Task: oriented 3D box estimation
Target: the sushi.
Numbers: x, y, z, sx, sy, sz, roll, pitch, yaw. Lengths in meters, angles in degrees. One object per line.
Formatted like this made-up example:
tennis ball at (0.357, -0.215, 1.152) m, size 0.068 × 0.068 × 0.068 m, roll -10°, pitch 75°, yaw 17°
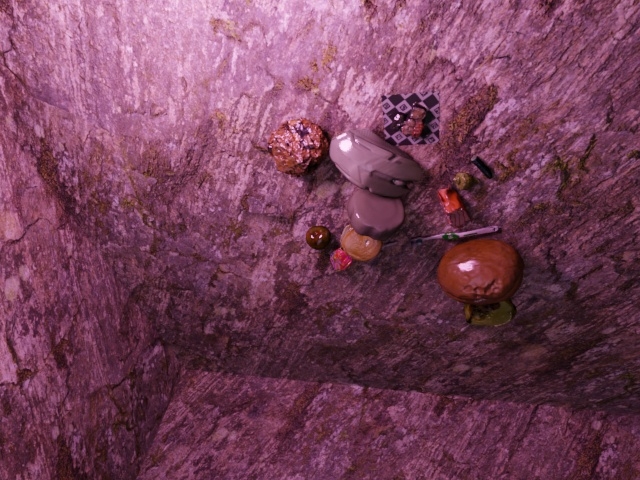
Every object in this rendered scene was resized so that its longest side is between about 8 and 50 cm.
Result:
sushi at (0.357, -0.465, 1.669) m, size 0.220 × 0.047 × 0.231 m, roll 0°, pitch 135°, yaw 15°

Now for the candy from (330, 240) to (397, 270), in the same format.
candy at (0.226, 0.063, 2.221) m, size 0.366 × 0.124 × 0.124 m, roll -17°, pitch 129°, yaw 18°

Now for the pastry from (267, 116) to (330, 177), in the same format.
pastry at (-0.098, -0.379, 1.771) m, size 0.275 × 0.192 × 0.274 m, roll 8°, pitch 138°, yaw 8°

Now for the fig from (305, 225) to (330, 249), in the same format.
fig at (0.000, 0.010, 2.196) m, size 0.133 × 0.126 × 0.184 m, roll -15°, pitch 127°, yaw 10°

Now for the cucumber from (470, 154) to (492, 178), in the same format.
cucumber at (0.679, -0.302, 1.763) m, size 0.133 × 0.032 × 0.032 m, roll 38°, pitch 131°, yaw -22°

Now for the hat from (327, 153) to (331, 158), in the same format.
hat at (0.062, -0.379, 1.847) m, size 0.058 × 0.042 × 0.087 m, roll 32°, pitch 168°, yaw -19°

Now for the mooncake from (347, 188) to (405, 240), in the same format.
mooncake at (0.247, -0.123, 1.898) m, size 0.275 × 0.274 × 0.135 m, roll 19°, pitch 142°, yaw -5°

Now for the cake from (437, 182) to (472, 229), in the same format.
cake at (0.610, -0.125, 1.912) m, size 0.098 × 0.135 × 0.287 m, roll -28°, pitch 133°, yaw 18°

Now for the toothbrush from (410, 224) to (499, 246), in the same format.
toothbrush at (0.646, -0.026, 2.056) m, size 0.419 × 0.040 × 0.042 m, roll -11°, pitch 130°, yaw 19°

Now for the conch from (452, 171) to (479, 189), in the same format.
conch at (0.621, -0.254, 1.816) m, size 0.121 × 0.073 × 0.089 m, roll 3°, pitch 166°, yaw -15°

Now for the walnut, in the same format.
walnut at (0.753, 0.147, 2.003) m, size 0.399 × 0.307 × 0.354 m, roll -12°, pitch 151°, yaw 22°

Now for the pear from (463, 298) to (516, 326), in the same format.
pear at (0.925, 0.333, 2.263) m, size 0.256 × 0.163 × 0.238 m, roll 5°, pitch 126°, yaw 3°

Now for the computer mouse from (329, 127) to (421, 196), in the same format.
computer mouse at (0.228, -0.306, 1.765) m, size 0.430 × 0.145 × 0.228 m, roll 23°, pitch 128°, yaw -21°

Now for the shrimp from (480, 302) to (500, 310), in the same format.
shrimp at (0.842, 0.331, 2.092) m, size 0.102 × 0.042 × 0.190 m, roll -21°, pitch 160°, yaw 19°

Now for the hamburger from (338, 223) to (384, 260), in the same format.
hamburger at (0.211, 0.005, 2.115) m, size 0.215 × 0.122 × 0.189 m, roll 20°, pitch 114°, yaw -7°
